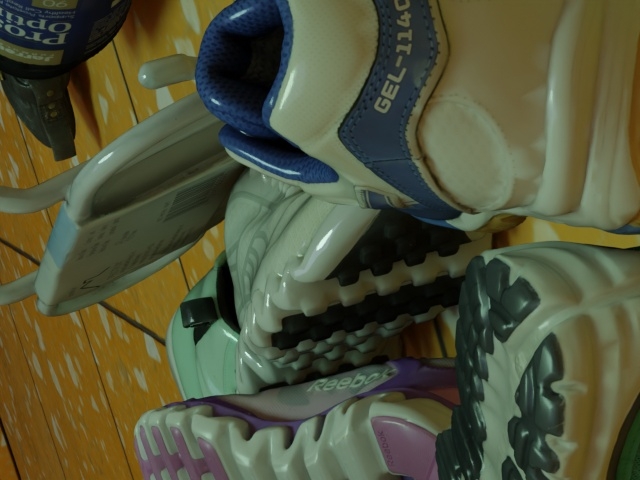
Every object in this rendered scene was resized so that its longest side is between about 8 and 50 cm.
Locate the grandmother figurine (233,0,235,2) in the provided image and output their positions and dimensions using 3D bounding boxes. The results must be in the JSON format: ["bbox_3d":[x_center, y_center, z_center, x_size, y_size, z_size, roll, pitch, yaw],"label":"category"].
[{"bbox_3d":[-0.054,-0.176,0.711,0.342,0.208,0.104,57,172,-34],"label":"grandmother figurine"}]

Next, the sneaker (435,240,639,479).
[{"bbox_3d":[0.105,0.091,0.646,0.275,0.110,0.107,94,163,-58],"label":"sneaker"}]

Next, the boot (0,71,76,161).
[{"bbox_3d":[-0.259,-0.214,1.475,0.229,0.091,0.263,89,161,-62],"label":"boot"}]

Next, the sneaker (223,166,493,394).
[{"bbox_3d":[0.000,0.000,0.895,0.292,0.110,0.118,127,130,-70],"label":"sneaker"}]

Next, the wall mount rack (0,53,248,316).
[{"bbox_3d":[-0.158,-0.040,0.973,0.130,0.304,0.350,61,162,8],"label":"wall mount rack"}]

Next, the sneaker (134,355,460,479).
[{"bbox_3d":[0.012,0.099,0.869,0.236,0.104,0.095,-9,109,45],"label":"sneaker"}]

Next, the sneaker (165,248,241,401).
[{"bbox_3d":[-0.018,0.124,1.092,0.256,0.094,0.151,64,159,16],"label":"sneaker"}]

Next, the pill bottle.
[{"bbox_3d":[-0.173,-0.180,1.180,0.123,0.123,0.219,67,163,9],"label":"pill bottle"}]

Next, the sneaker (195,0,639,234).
[{"bbox_3d":[0.024,-0.062,0.611,0.296,0.131,0.112,177,99,-82],"label":"sneaker"}]
